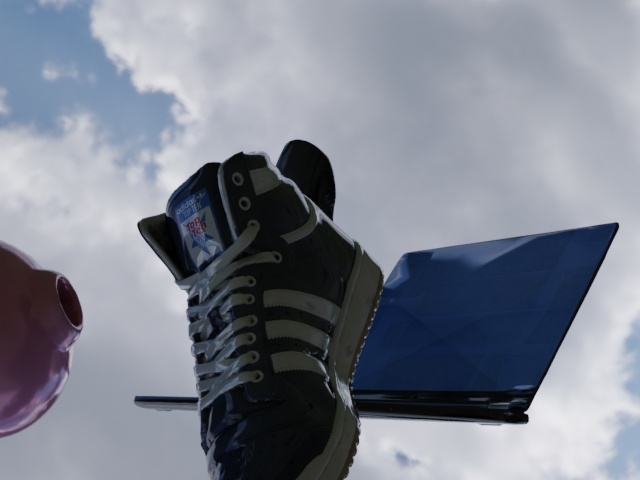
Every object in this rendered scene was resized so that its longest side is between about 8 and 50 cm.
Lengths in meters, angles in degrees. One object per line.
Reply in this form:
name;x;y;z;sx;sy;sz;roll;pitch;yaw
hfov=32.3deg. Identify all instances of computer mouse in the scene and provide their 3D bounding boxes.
computer mouse;0.000;0.000;1.533;0.184;0.262;0.060;25;-141;31

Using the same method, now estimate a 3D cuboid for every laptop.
laptop;0.060;0.087;1.261;0.408;0.382;0.236;9;-102;-35

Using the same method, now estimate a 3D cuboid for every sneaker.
sneaker;-0.050;0.052;0.668;0.153;0.099;0.282;48;-150;-20

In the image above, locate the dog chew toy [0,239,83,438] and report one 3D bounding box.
dog chew toy;-0.309;0.097;0.702;0.206;0.331;0.207;-21;-90;-84
